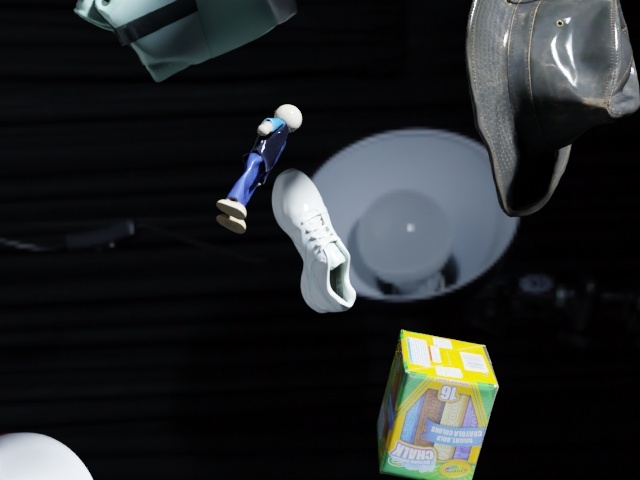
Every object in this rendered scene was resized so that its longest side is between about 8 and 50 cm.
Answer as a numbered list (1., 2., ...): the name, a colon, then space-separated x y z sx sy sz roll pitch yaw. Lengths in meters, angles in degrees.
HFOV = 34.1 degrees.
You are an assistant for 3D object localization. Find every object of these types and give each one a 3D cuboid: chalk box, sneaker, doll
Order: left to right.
1. sneaker: -0.145 -0.247 0.795 0.256 0.151 0.094 59 -1 2
2. doll: -0.078 -0.101 1.352 0.129 0.046 0.189 102 13 -63
3. sneaker: 0.000 0.000 1.022 0.061 0.053 0.152 2 -65 61
4. chalk box: 0.153 0.256 1.474 0.132 0.132 0.213 -91 -167 -70

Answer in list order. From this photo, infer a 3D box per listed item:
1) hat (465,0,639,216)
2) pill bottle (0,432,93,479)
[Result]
1. hat: 0.281 -0.182 1.156 0.331 0.134 0.331 -7 98 -60
2. pill bottle: -0.426 0.319 1.093 0.210 0.363 0.210 30 55 -55
